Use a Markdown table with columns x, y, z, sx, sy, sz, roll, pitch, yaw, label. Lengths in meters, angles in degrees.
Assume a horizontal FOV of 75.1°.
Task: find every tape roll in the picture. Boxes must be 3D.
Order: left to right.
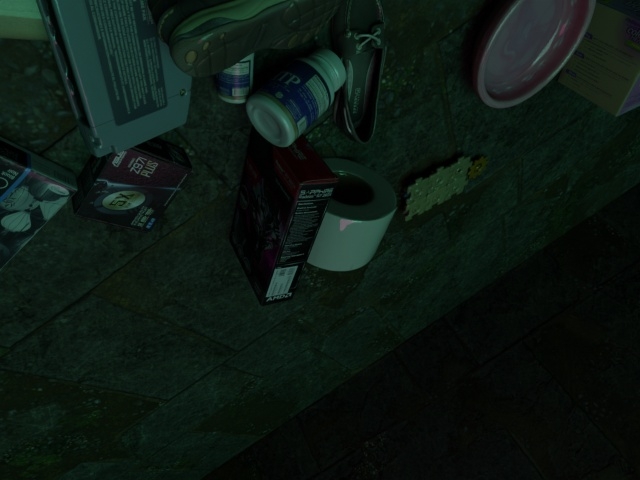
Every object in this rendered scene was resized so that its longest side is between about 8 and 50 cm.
| x | y | z | sx | sy | sz | roll | pitch | yaw | label |
| --- | --- | --- | --- | --- | --- | --- | --- | --- | --- |
| 0.044 | -0.067 | 1.027 | 0.247 | 0.246 | 0.169 | -10 | 140 | -29 | tape roll |

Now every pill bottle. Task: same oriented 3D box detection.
| x | y | z | sx | sy | sz | roll | pitch | yaw | label |
| --- | --- | --- | --- | --- | --- | --- | --- | --- | --- |
| -0.151 | -0.311 | 0.733 | 0.067 | 0.067 | 0.120 | -15 | 142 | -24 | pill bottle |
| -0.040 | -0.276 | 0.789 | 0.186 | 0.112 | 0.112 | -49 | 150 | -21 | pill bottle |

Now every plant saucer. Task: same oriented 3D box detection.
| x | y | z | sx | sy | sz | roll | pitch | yaw | label |
| --- | --- | --- | --- | --- | --- | --- | --- | --- | --- |
| 0.498 | -0.489 | 1.010 | 0.333 | 0.084 | 0.332 | -22 | 144 | -17 | plant saucer |

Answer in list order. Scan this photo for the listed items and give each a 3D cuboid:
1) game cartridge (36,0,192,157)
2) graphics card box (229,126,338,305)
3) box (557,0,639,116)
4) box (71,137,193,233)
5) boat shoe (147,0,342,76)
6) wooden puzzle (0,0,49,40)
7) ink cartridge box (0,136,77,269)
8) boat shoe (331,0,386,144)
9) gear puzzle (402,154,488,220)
| x | y | z | sx | sy | sz | roll | pitch | yaw | label |
| --- | --- | --- | --- | --- | --- | --- | --- | --- | --- |
| -0.282 | -0.285 | 0.611 | 0.198 | 0.062 | 0.297 | -46 | 158 | -39 | game cartridge |
| -0.102 | -0.057 | 0.935 | 0.094 | 0.232 | 0.370 | -10 | 140 | -31 | graphics card box |
| 0.800 | -0.503 | 1.114 | 0.118 | 0.213 | 0.242 | -25 | 144 | -11 | box |
| -0.361 | -0.115 | 0.798 | 0.180 | 0.077 | 0.148 | -47 | 142 | 20 | box |
| -0.093 | -0.372 | 0.630 | 0.355 | 0.130 | 0.132 | -38 | -176 | -36 | boat shoe |
| -0.444 | -0.374 | 0.418 | 0.323 | 0.080 | 0.347 | -11 | 140 | -29 | wooden puzzle |
| -0.606 | -0.031 | 0.724 | 0.333 | 0.065 | 0.165 | -40 | 145 | 12 | ink cartridge box |
| 0.088 | -0.349 | 0.848 | 0.112 | 0.095 | 0.335 | -21 | 144 | -16 | boat shoe |
| 0.400 | -0.196 | 1.331 | 0.339 | 0.044 | 0.175 | -27 | 143 | -13 | gear puzzle |
